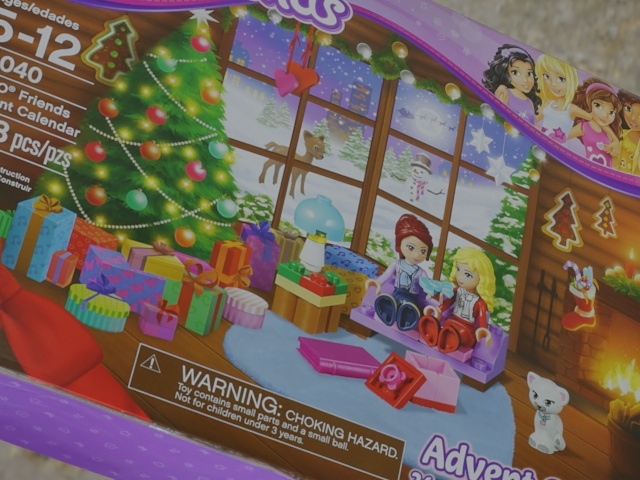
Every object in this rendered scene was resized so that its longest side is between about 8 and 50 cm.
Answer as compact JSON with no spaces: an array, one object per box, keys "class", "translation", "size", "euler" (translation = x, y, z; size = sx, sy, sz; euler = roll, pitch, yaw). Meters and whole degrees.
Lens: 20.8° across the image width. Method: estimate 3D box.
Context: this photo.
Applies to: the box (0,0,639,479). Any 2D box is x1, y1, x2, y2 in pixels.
[{"class":"box","translation":[0.000,0.000,0.610],"size":[0.293,0.201,0.057],"euler":[22,148,-17]}]
